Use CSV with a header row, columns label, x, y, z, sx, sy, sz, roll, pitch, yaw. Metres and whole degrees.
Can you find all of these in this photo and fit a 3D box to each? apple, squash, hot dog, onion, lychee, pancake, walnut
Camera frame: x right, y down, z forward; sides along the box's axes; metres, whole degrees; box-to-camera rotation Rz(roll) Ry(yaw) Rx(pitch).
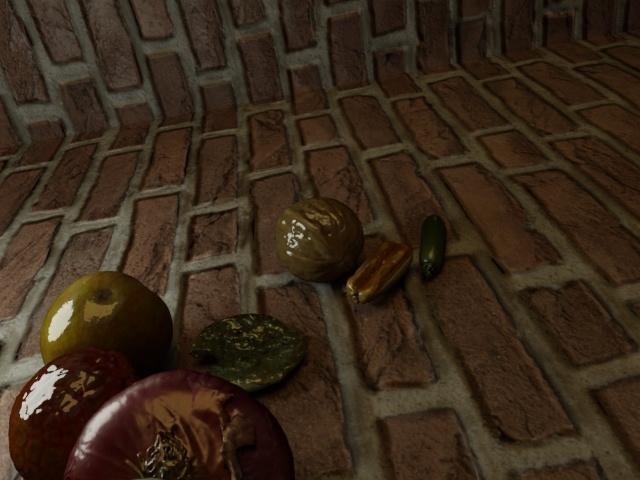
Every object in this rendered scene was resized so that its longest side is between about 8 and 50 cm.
label,x,y,z,sx,sy,sz,roll,pitch,yaw
apple,-0.451,0.202,1.275,0.264,0.264,0.264,-7,32,5
squash,0.288,0.003,1.548,0.069,0.069,0.258,-2,33,13
hot dog,0.148,0.078,1.462,0.102,0.076,0.249,14,38,29
onion,-0.212,0.382,0.954,0.348,0.285,0.347,0,73,-1
lychee,-0.431,0.336,1.084,0.255,0.300,0.255,26,24,-13
pancake,-0.154,0.239,1.309,0.254,0.037,0.253,-2,29,1
walnut,0.000,0.000,1.510,0.228,0.228,0.228,-7,32,5

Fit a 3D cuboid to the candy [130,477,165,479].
label,x,y,z,sx,sy,sz,roll,pitch,yaw
candy,-0.242,0.429,0.624,0.386,0.186,0.427,-8,26,8
